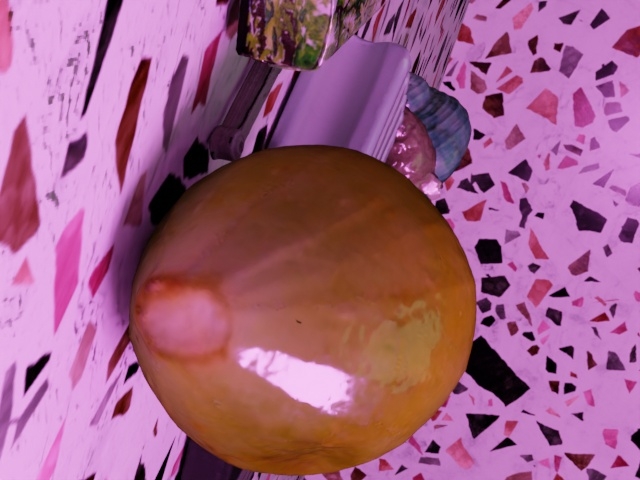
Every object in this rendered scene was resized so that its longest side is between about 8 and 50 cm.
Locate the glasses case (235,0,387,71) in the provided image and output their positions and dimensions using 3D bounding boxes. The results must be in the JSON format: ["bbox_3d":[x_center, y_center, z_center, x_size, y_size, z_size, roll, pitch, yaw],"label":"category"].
[{"bbox_3d":[0.021,-0.200,0.824,0.272,0.062,0.095,-55,156,-58],"label":"glasses case"}]

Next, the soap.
[{"bbox_3d":[-0.008,-0.035,1.062,0.160,0.087,0.266,89,22,-73],"label":"soap"}]

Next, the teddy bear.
[{"bbox_3d":[0.070,-0.092,1.385,0.190,0.140,0.177,-80,-175,-78],"label":"teddy bear"}]

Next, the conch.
[{"bbox_3d":[0.110,-0.127,1.613,0.196,0.134,0.202,26,-75,56],"label":"conch"}]

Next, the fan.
[{"bbox_3d":[-0.019,-0.167,0.875,0.057,0.023,0.282,104,8,-55],"label":"fan"}]

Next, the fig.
[{"bbox_3d":[-0.022,0.050,0.755,0.230,0.207,0.207,-31,148,-41],"label":"fig"}]

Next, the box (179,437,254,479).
[{"bbox_3d":[-0.070,0.166,1.319,0.350,0.058,0.211,-61,170,-55],"label":"box"}]
